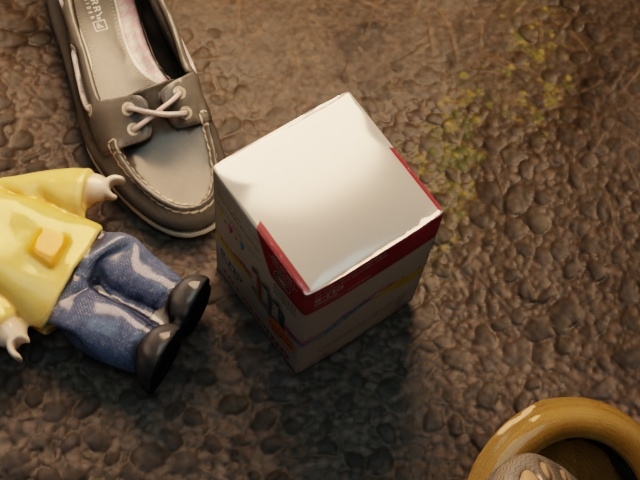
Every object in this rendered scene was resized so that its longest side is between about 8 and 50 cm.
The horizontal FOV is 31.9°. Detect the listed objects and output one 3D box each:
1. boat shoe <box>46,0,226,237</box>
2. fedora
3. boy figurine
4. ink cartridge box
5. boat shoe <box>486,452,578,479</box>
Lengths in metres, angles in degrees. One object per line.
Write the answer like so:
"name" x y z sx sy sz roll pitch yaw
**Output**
"boat shoe" -0.173 -0.159 0.991 0.112 0.095 0.335 -19 67 -15
"fedora" 0.177 0.212 0.838 0.194 0.079 0.194 0 89 -14
"boy figurine" -0.228 0.005 0.908 0.285 0.092 0.177 30 67 6
"ink cartridge box" 0.000 0.000 0.887 0.127 0.176 0.128 -32 70 -17
"boat shoe" 0.200 0.283 0.753 0.355 0.130 0.132 44 19 -18
